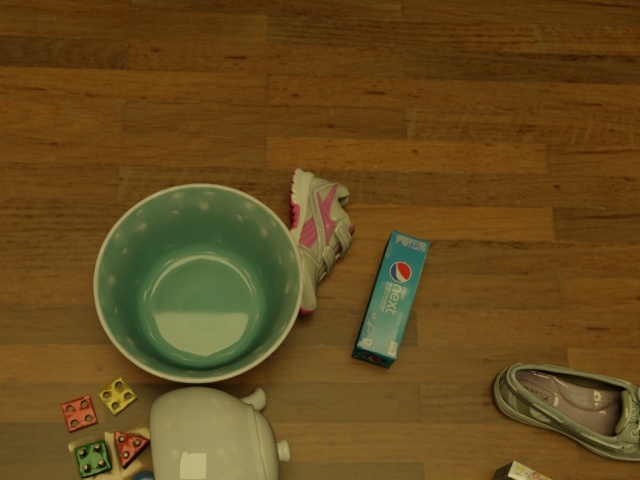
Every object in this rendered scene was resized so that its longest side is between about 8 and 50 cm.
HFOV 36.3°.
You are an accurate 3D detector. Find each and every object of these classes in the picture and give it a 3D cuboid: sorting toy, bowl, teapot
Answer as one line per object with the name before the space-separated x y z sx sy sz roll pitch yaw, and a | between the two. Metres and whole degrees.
sorting toy | -0.306 0.339 1.473 0.132 0.046 0.274 -15 71 -11
bowl | -0.185 0.084 1.516 0.312 0.163 0.311 1 70 -4
teapot | -0.134 0.321 1.386 0.187 0.252 0.256 -9 70 -4

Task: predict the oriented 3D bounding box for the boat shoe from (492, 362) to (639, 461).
boat shoe | 0.435 0.265 1.535 0.320 0.103 0.118 19 69 2

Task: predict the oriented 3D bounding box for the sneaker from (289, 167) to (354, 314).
sneaker | 0.000 0.000 1.596 0.111 0.103 0.252 4 70 -2

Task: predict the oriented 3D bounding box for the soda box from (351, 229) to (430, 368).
soda box | 0.115 0.095 1.586 0.067 0.071 0.210 19 69 1

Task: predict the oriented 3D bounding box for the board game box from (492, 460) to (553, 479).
board game box | 0.346 0.387 1.482 0.154 0.103 0.026 26 70 5
